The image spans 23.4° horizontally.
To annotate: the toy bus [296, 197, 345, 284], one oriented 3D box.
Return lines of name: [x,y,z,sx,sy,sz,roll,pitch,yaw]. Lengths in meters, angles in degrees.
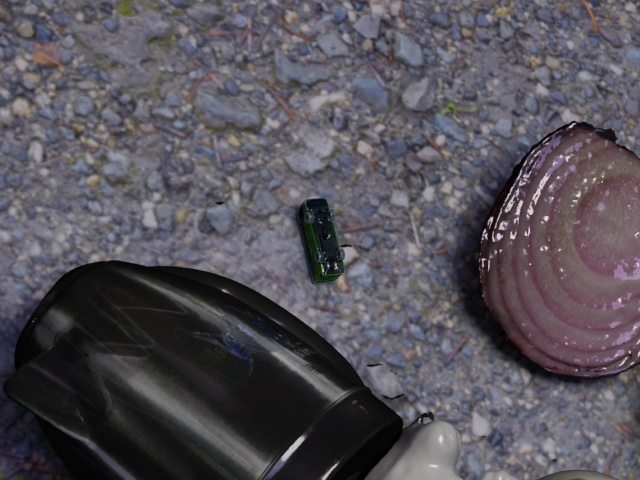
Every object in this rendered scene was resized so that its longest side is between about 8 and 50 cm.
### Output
toy bus: [0.000,0.000,1.567,0.031,0.037,0.083,-6,71,-25]

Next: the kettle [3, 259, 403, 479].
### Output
kettle: [-0.101,0.131,1.378,0.324,0.228,0.321,37,35,15]

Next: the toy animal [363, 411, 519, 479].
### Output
toy animal: [0.129,0.298,1.283,0.174,0.289,0.249,-38,114,-23]

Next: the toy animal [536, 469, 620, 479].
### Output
toy animal: [0.289,0.333,1.455,0.266,0.212,0.213,14,64,-18]

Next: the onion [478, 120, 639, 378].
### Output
onion: [0.268,0.018,1.647,0.250,0.111,0.247,35,82,-19]
